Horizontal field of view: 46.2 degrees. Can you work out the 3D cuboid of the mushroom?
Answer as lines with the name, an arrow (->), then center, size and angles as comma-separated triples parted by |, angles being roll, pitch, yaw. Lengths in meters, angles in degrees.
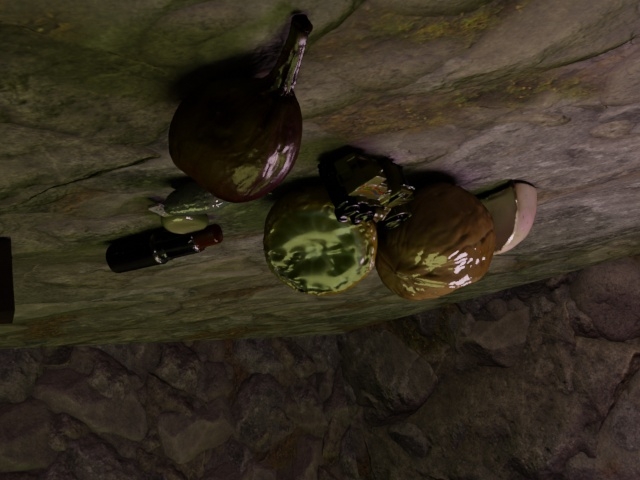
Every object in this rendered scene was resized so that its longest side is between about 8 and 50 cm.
mushroom -> 0.472, -0.037, 1.939 | 0.173, 0.161, 0.236 | 4, 163, -38

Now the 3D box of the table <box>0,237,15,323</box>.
table -> -0.775, 0.095, 1.634 | 0.193, 0.169, 0.172 | -2, 165, -25

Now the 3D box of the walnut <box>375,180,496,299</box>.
walnut -> 0.257, 0.005, 1.737 | 0.313, 0.251, 0.277 | -29, 179, -43

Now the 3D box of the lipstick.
lipstick -> -0.368, 0.014, 1.765 | 0.300, 0.081, 0.081 | -13, 166, 21

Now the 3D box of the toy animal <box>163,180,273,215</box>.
toy animal -> -0.195, -0.095, 1.499 | 0.253, 0.070, 0.079 | -14, -153, -34

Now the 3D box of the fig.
fig -> -0.097, -0.164, 1.026 | 0.191, 0.190, 0.290 | -3, 166, -25

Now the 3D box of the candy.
candy -> 0.000, 0.000, 1.636 | 0.260, 0.259, 0.118 | -11, -151, 9

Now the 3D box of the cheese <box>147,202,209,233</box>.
cheese -> -0.314, -0.053, 1.614 | 0.097, 0.037, 0.192 | -13, 167, 13

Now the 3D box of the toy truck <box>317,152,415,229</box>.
toy truck -> 0.110, -0.107, 1.512 | 0.127, 0.127, 0.257 | -32, 159, 23
